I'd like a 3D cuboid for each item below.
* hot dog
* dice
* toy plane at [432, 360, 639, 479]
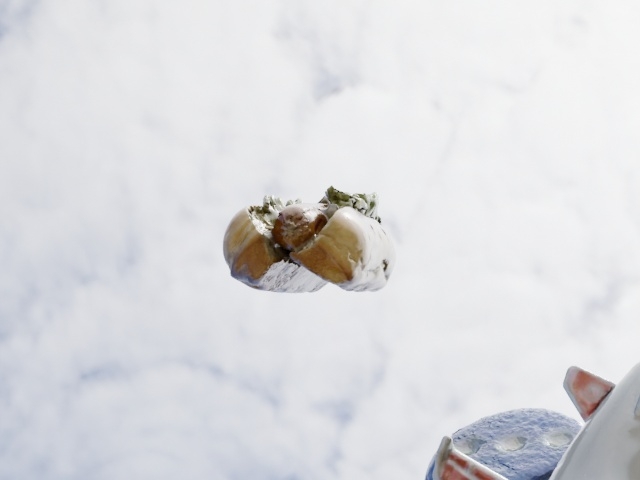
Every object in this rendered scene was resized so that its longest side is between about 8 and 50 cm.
[{"bbox_3d":[0.000,0.000,1.285,0.135,0.337,0.100,-2,-93,12],"label":"hot dog"},{"bbox_3d":[0.187,0.246,1.239,0.146,0.146,0.143,-24,-69,-24],"label":"dice"},{"bbox_3d":[0.195,0.192,0.914,0.252,0.252,0.118,-30,-28,-4],"label":"toy plane"}]
